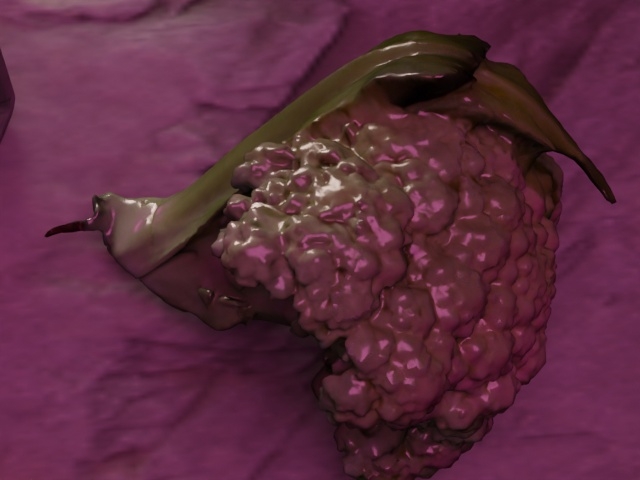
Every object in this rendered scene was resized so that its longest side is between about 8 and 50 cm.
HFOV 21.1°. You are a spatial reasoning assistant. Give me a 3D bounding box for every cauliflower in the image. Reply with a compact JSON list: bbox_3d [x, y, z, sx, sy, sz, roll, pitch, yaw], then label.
[{"bbox_3d":[0.000,0.000,0.939,0.315,0.239,0.256,-5,58,28],"label":"cauliflower"}]

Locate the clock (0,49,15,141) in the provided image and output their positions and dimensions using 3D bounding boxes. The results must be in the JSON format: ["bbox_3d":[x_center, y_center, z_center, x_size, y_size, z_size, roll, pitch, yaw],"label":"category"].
[{"bbox_3d":[-0.234,-0.023,0.922,0.063,0.150,0.197,19,74,2],"label":"clock"}]
